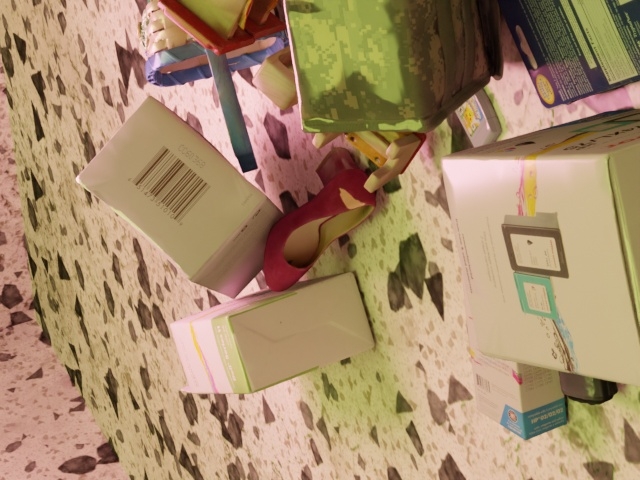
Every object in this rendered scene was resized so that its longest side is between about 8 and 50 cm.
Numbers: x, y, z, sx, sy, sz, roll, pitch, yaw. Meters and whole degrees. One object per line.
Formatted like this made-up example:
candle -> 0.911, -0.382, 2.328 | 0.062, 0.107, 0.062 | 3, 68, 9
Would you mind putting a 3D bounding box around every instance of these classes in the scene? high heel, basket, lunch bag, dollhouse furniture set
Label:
high heel -> 0.000, 0.000, 2.058 | 0.244, 0.082, 0.117 | -55, 39, 26
basket -> -0.138, -0.241, 2.087 | 0.255, 0.201, 0.289 | 107, 144, -84
lunch bag -> 0.089, -0.256, 1.540 | 0.169, 0.287, 0.235 | 1, 113, 29
dollhouse furniture set -> 0.006, -0.266, 1.836 | 0.374, 0.152, 0.201 | 41, 127, 11

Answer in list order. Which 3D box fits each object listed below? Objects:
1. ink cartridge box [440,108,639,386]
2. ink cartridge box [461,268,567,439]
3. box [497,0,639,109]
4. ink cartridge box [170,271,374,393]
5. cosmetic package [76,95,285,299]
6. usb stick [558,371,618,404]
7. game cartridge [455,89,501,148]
ink cartridge box -> 0.269, -0.003, 1.334 | 0.270, 0.198, 0.197 | 5, 110, 65
ink cartridge box -> 0.217, 0.118, 1.720 | 0.104, 0.061, 0.181 | 29, 132, 59
box -> 0.250, -0.205, 1.424 | 0.136, 0.036, 0.225 | 66, 157, -5
ink cartridge box -> -0.089, 0.140, 2.263 | 0.353, 0.207, 0.119 | -14, 94, 67
cosmetic package -> -0.174, -0.048, 2.130 | 0.217, 0.156, 0.385 | 41, 178, 9
usb stick -> 0.258, 0.037, 1.588 | 0.077, 0.045, 0.278 | 15, 119, 65
game cartridge -> 0.172, -0.144, 1.703 | 0.083, 0.017, 0.056 | 64, 152, 21
